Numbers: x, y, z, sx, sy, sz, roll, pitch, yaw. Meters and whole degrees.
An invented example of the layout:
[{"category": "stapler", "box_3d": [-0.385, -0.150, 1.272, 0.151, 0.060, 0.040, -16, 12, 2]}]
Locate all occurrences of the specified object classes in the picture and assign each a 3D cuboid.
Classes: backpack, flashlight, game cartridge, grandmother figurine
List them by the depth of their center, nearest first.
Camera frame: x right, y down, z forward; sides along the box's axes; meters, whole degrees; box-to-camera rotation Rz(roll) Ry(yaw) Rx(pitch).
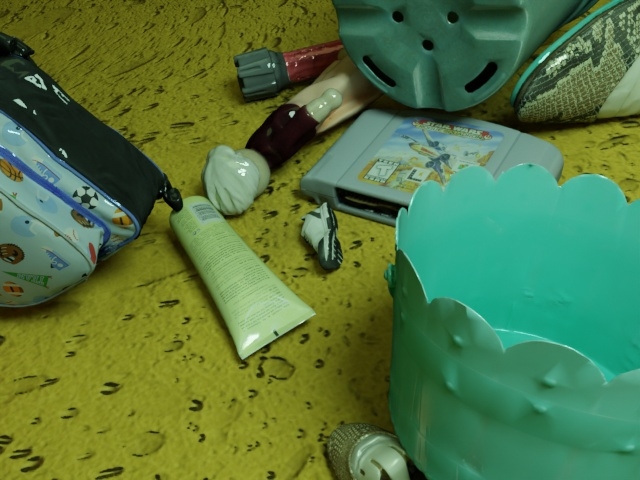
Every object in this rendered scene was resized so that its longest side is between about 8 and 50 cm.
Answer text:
[{"category": "backpack", "box_3d": [-0.353, -0.044, 0.750, 0.263, 0.276, 0.213, -26, 30, 36]}, {"category": "game cartridge", "box_3d": [0.146, -0.092, 0.841, 0.297, 0.062, 0.198, 17, 53, 28]}, {"category": "grandmother figurine", "box_3d": [-0.032, -0.162, 0.907, 0.104, 0.208, 0.342, 47, 67, -6]}, {"category": "flashlight", "box_3d": [0.012, -0.304, 1.062, 0.304, 0.103, 0.103, -15, 45, -5]}]

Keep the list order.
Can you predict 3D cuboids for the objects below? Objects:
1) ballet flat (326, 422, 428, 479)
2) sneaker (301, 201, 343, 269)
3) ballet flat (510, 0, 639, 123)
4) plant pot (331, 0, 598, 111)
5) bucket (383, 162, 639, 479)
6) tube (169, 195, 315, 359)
[{"category": "ballet flat", "box_3d": [0.078, 0.205, 0.521, 0.073, 0.067, 0.206, -37, 48, -23]}, {"category": "sneaker", "box_3d": [0.000, 0.000, 0.788, 0.044, 0.040, 0.109, -22, 37, 13]}, {"category": "ballet flat", "box_3d": [0.465, -0.281, 0.917, 0.182, 0.164, 0.483, 38, 58, 16]}, {"category": "plant pot", "box_3d": [0.203, -0.365, 0.860, 0.341, 0.341, 0.334, 17, 48, 27]}, {"category": "bucket", "box_3d": [0.183, 0.076, 0.511, 0.281, 0.183, 0.281, 4, 32, -3]}, {"category": "tube", "box_3d": [-0.107, 0.035, 0.758, 0.062, 0.070, 0.240, 14, 25, -46]}]
